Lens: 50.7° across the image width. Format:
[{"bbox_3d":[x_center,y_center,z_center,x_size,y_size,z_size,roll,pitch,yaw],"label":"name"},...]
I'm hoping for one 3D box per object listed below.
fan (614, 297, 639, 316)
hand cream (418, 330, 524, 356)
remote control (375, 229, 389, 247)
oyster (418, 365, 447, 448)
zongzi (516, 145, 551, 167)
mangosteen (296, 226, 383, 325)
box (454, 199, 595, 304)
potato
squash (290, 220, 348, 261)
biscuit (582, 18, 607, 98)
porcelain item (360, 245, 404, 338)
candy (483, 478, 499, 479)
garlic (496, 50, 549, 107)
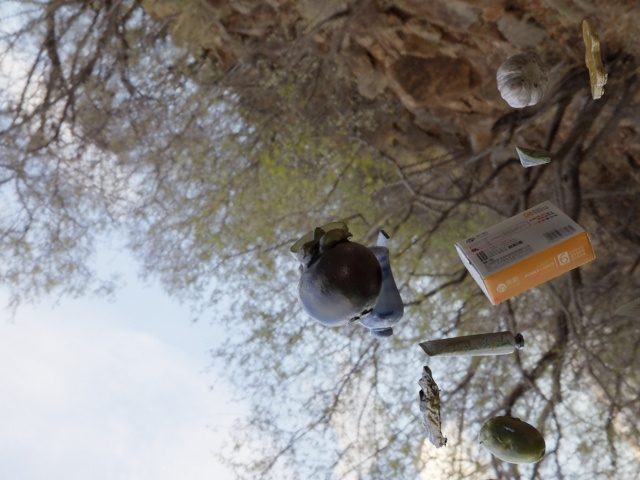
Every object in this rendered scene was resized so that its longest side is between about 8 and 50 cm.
[{"bbox_3d":[0.880,0.124,1.545,0.233,0.414,0.012,-20,-90,-46],"label":"fan"},{"bbox_3d":[0.284,0.194,1.260,0.194,0.042,0.067,-2,-163,-10],"label":"hand cream"},{"bbox_3d":[0.201,0.031,2.296,0.027,0.152,0.043,-12,-130,-26],"label":"remote control"},{"bbox_3d":[0.365,0.564,2.276,0.129,0.078,0.345,-116,12,-61],"label":"oyster"},{"bbox_3d":[0.749,-0.308,2.369,0.113,0.104,0.052,50,-146,-48],"label":"zongzi"},{"bbox_3d":[0.028,0.066,1.410,0.194,0.194,0.230,9,-131,-61],"label":"mangosteen"},{"bbox_3d":[0.493,0.023,1.658,0.221,0.274,0.091,-102,-13,-65],"label":"box"},{"bbox_3d":[0.721,0.748,2.538,0.248,0.169,0.143,14,156,35],"label":"potato"},{"bbox_3d":[-0.003,-0.004,2.332,0.041,0.219,0.219,59,-163,-15],"label":"squash"},{"bbox_3d":[0.818,-0.551,2.013,0.158,0.035,0.240,43,-138,-72],"label":"biscuit"},{"bbox_3d":[0.165,0.150,1.933,0.141,0.141,0.259,-43,-51,-70],"label":"porcelain item"},{"bbox_3d":[0.338,0.697,1.812,0.124,0.365,0.124,-6,-90,-67],"label":"candy"},{"bbox_3d":[0.542,-0.430,1.817,0.147,0.159,0.102,28,163,-7],"label":"garlic"}]
